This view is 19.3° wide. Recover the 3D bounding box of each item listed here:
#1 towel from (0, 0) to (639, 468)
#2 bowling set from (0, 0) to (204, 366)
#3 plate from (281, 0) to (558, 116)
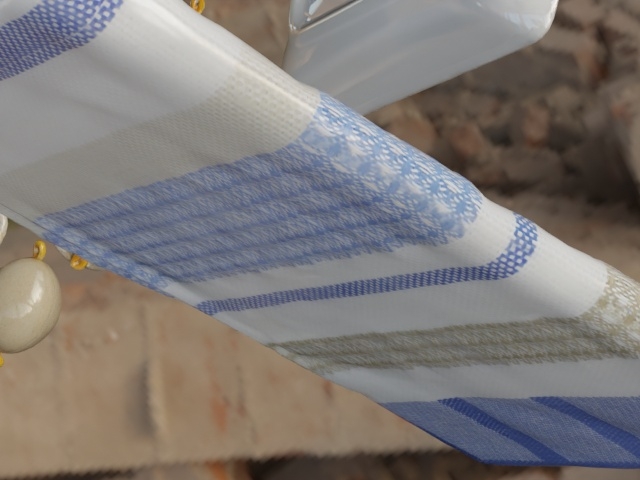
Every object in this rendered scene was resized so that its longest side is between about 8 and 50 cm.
[{"bbox_3d":[0.000,0.000,0.568,0.209,0.285,0.034,-11,54,62],"label":"towel"},{"bbox_3d":[-0.120,-0.078,1.011,0.154,0.200,0.287,25,94,26],"label":"bowling set"},{"bbox_3d":[0.062,-0.204,0.976,0.277,0.045,0.278,-18,53,64],"label":"plate"}]
